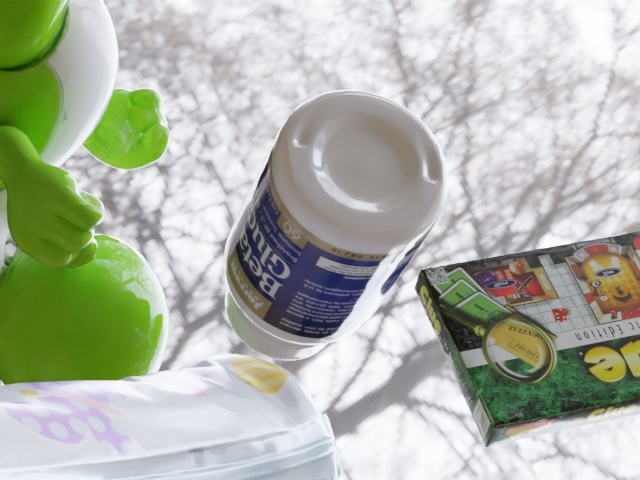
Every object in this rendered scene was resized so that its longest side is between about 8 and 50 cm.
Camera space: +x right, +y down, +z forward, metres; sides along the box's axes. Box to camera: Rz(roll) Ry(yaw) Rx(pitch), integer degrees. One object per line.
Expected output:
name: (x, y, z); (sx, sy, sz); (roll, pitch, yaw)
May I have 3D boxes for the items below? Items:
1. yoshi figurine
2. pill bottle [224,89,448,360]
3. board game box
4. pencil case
yoshi figurine: (-0.148, -0.049, 1.064); (0.203, 0.203, 0.362); (20, -79, 50)
pill bottle: (0.000, 0.000, 0.987); (0.094, 0.094, 0.169); (47, -31, 11)
board game box: (0.208, 0.057, 1.248); (0.030, 0.259, 0.136); (107, -33, -51)
pencil case: (-0.105, 0.108, 0.735); (0.124, 0.273, 0.113); (-37, -109, 27)
